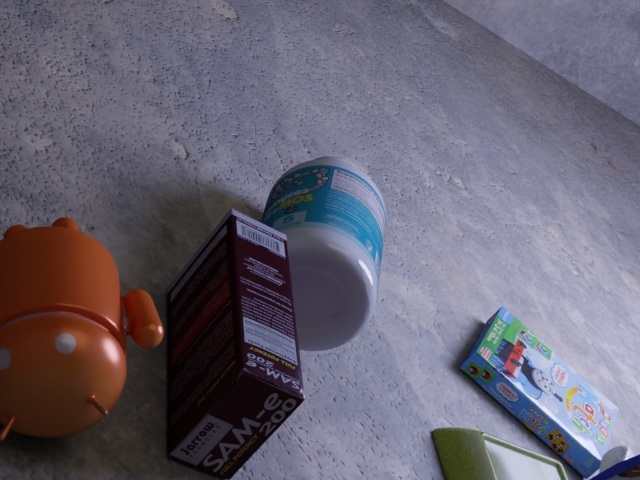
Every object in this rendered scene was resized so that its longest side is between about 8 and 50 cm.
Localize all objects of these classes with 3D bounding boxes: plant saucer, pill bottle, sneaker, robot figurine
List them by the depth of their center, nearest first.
[{"bbox_3d":[-0.228,0.075,1.040,0.158,0.128,0.219,23,32,-30],"label":"robot figurine"},{"bbox_3d":[0.229,0.293,1.373,0.188,0.045,0.188,24,31,-28],"label":"plant saucer"},{"bbox_3d":[0.000,0.000,1.416,0.146,0.146,0.264,34,27,-12],"label":"pill bottle"},{"bbox_3d":[0.359,0.325,1.473,0.084,0.058,0.152,54,40,-12],"label":"sneaker"}]

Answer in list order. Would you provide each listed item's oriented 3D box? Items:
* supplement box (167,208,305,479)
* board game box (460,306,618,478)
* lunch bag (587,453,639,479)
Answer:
[{"bbox_3d":[-0.087,0.095,1.185,0.073,0.130,0.239,27,31,-24],"label":"supplement box"},{"bbox_3d":[0.290,0.194,1.603,0.211,0.039,0.160,42,27,2],"label":"board game box"},{"bbox_3d":[0.403,0.362,1.148,0.327,0.386,0.239,-86,158,-48],"label":"lunch bag"}]
